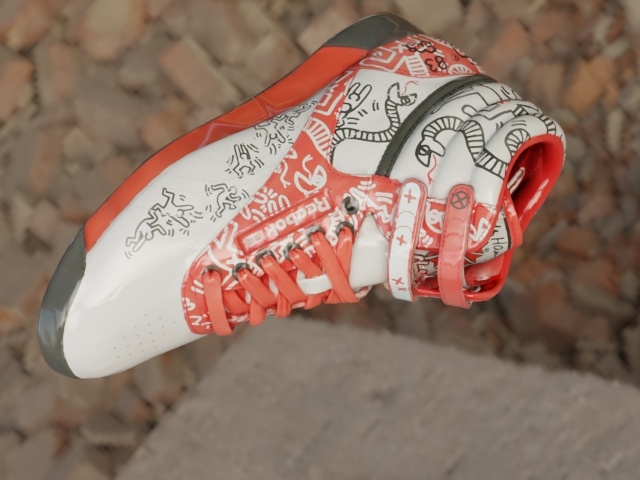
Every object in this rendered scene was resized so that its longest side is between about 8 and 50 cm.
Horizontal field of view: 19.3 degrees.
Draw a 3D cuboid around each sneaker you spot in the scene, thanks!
[{"bbox_3d":[0.000,-0.001,0.923,0.145,0.090,0.270,35,61,30],"label":"sneaker"}]
